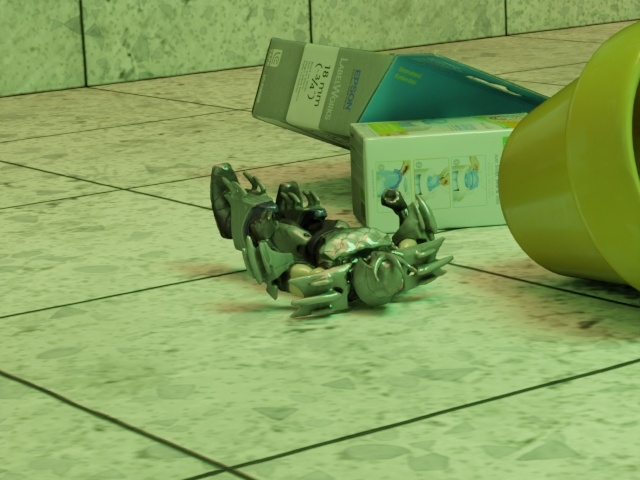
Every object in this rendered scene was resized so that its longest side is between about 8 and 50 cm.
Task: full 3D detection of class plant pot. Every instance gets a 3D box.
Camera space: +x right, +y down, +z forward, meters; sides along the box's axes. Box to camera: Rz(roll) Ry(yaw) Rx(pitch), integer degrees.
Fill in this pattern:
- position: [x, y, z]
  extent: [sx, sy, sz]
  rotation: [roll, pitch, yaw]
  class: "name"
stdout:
- position: [0.287, -0.061, 1.645]
  extent: [0.254, 0.254, 0.239]
  rotation: [-9, -2, -30]
  class: "plant pot"

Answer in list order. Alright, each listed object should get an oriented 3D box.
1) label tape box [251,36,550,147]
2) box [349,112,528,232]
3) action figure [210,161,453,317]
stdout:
- position: [0.109, -0.143, 2.187]
  extent: [0.240, 0.106, 0.333]
  rotation: [16, -1, -33]
  class: "label tape box"
- position: [0.140, -0.074, 2.028]
  extent: [0.203, 0.103, 0.114]
  rotation: [-4, 12, -6]
  class: "box"
- position: [0.000, 0.000, 1.728]
  extent: [0.185, 0.099, 0.285]
  rotation: [-3, 13, -28]
  class: "action figure"
